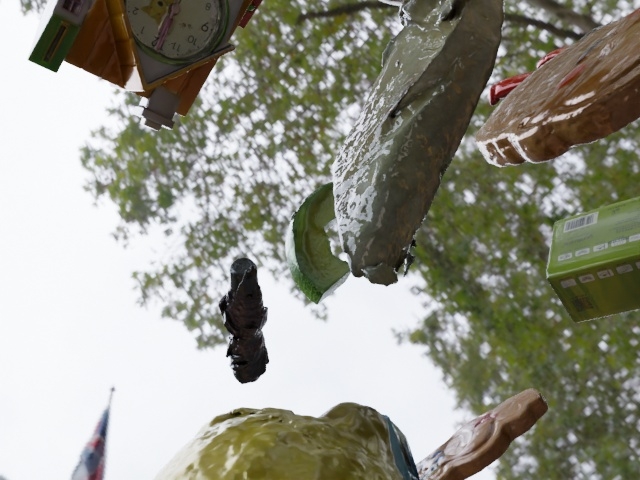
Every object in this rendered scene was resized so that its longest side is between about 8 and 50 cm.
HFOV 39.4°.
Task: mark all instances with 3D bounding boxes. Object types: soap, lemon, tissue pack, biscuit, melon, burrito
[{"bbox_3d":[0.087,0.314,1.163,0.077,0.156,0.293,-19,-21,4],"label":"soap"},{"bbox_3d":[-0.037,0.262,0.652,0.319,0.245,0.245,-63,-37,-20],"label":"lemon"},{"bbox_3d":[0.638,0.032,1.864,0.275,0.200,0.167,-17,-57,33],"label":"tissue pack"},{"bbox_3d":[0.244,0.363,1.537,0.334,0.047,0.202,-37,-1,3],"label":"biscuit"},{"bbox_3d":[0.000,0.000,1.494,0.118,0.209,0.064,-7,-23,-6],"label":"melon"},{"bbox_3d":[0.092,-0.121,0.922,0.107,0.175,0.347,20,-94,-10],"label":"burrito"},{"bbox_3d":[0.359,-0.213,1.116,0.350,0.455,0.078,-45,-80,-20],"label":"biscuit"}]

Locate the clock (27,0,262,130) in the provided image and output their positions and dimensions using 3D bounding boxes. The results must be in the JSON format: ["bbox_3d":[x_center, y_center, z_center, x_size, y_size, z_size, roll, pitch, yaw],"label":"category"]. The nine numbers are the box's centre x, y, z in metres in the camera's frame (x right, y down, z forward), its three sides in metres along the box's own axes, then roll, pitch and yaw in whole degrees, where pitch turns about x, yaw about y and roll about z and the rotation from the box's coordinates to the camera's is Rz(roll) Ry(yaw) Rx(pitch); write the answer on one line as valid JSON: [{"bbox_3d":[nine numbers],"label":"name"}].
[{"bbox_3d":[-0.189,-0.297,1.063,0.235,0.166,0.309,22,-90,-29],"label":"clock"}]

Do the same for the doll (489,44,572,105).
[{"bbox_3d":[0.512,-0.307,1.688,0.188,0.099,0.384,30,-34,-28],"label":"doll"}]

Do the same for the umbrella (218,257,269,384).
[{"bbox_3d":[-0.151,0.167,1.782,0.094,0.090,0.326,-41,-34,-36],"label":"umbrella"}]

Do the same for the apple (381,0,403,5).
[{"bbox_3d":[0.151,-0.479,1.391,0.208,0.236,0.236,8,-44,15],"label":"apple"}]
